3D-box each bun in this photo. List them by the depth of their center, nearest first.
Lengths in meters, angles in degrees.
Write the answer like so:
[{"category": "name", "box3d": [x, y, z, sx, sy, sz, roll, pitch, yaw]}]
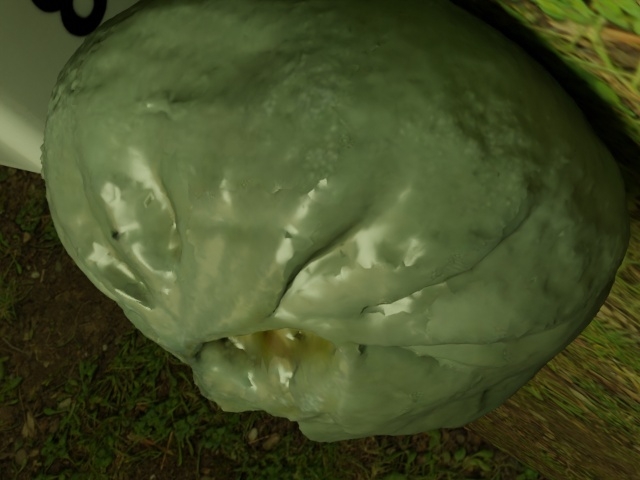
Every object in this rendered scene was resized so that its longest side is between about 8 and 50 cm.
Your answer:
[{"category": "bun", "box3d": [0.004, 0.003, 1.049, 0.354, 0.194, 0.354, 14, 154, 7]}]

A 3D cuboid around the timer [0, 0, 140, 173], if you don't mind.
[{"category": "timer", "box3d": [-0.236, -0.174, 1.179, 0.194, 0.192, 0.195, 13, 164, 36]}]
